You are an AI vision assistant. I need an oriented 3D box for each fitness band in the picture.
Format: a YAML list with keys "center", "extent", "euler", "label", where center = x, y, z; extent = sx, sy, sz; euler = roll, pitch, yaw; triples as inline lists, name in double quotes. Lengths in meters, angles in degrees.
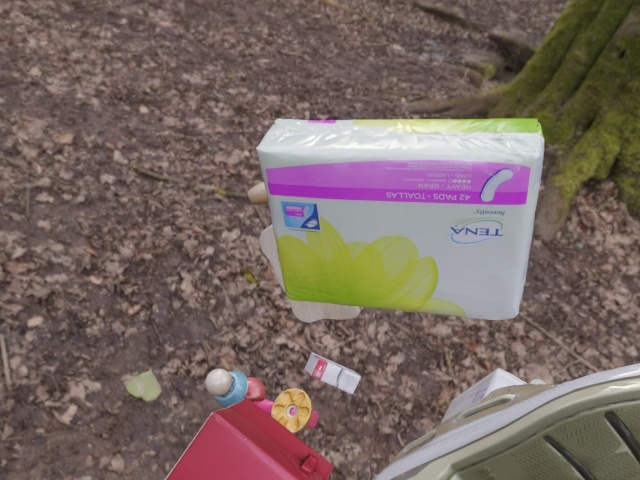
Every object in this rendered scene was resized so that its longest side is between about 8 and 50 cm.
- center: [-0.125, 0.473, 1.505]
  extent: [0.209, 0.291, 0.054]
  euler: [26, 69, -16]
  label: "fitness band"

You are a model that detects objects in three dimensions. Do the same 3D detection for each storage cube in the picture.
- center: [-0.119, 0.385, 0.822]
  extent: [0.193, 0.183, 0.215]
  euler: [35, 87, 12]
  label: "storage cube"

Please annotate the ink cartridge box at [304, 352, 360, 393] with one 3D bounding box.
- center: [0.032, 0.375, 1.516]
  extent: [0.135, 0.099, 0.056]
  euler: [26, 83, -10]
  label: "ink cartridge box"

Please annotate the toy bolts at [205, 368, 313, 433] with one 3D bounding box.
- center: [-0.157, 0.368, 1.198]
  extent: [0.218, 0.158, 0.228]
  euler: [-41, 49, -1]
  label: "toy bolts"

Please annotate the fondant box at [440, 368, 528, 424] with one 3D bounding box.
- center: [0.193, 0.371, 0.772]
  extent: [0.096, 0.238, 0.330]
  euler: [31, 65, 12]
  label: "fondant box"

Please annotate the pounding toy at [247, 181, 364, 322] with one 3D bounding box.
- center: [0.000, 0.000, 0.906]
  extent: [0.154, 0.155, 0.269]
  euler: [-27, 87, 14]
  label: "pounding toy"

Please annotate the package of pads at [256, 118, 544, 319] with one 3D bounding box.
- center: [0.090, -0.021, 0.627]
  extent: [0.297, 0.229, 0.101]
  euler: [3, 37, 15]
  label: "package of pads"

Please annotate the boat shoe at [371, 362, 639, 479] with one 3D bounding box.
- center: [0.165, 0.153, 0.404]
  extent: [0.302, 0.113, 0.103]
  euler: [-29, 8, 23]
  label: "boat shoe"
